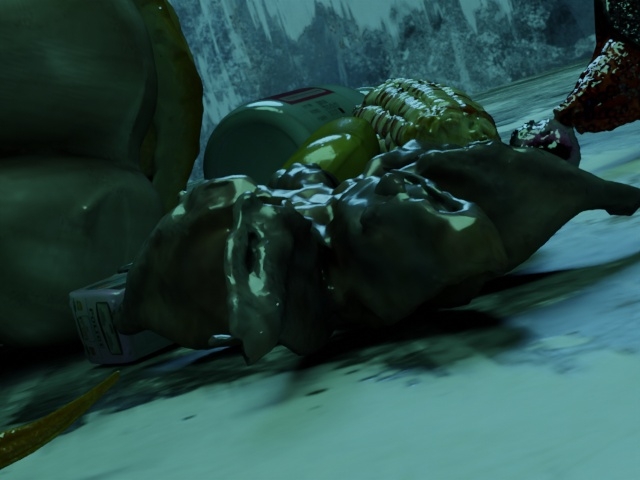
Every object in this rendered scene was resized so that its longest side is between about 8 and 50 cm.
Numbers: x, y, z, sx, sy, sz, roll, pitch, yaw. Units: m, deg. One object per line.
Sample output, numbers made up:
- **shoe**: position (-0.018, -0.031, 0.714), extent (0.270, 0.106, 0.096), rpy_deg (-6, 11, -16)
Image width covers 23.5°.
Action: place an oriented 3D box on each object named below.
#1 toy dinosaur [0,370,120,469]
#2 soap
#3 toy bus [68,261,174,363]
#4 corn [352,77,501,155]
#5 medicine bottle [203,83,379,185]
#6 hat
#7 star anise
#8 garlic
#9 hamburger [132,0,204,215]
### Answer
- **toy dinosaur**: position (-0.102, 0.061, 0.439), extent (0.113, 0.026, 0.041), rpy_deg (-26, 11, 7)
- **soap**: position (-0.004, -0.024, 0.807), extent (0.089, 0.045, 0.140), rpy_deg (-51, 2, 12)
- **toy bus**: position (-0.044, 0.016, 0.672), extent (0.131, 0.037, 0.052), rpy_deg (-22, 9, -35)
- **corn**: position (0.060, -0.058, 0.892), extent (0.079, 0.079, 0.237), rpy_deg (-17, 6, -1)
- **medicine bottle**: position (0.003, -0.063, 1.070), extent (0.090, 0.090, 0.217), rpy_deg (-15, 5, 25)
- **hat**: position (0.179, -0.106, 0.850), extent (0.227, 0.140, 0.129), rpy_deg (-35, 3, -30)
- **star anise**: position (0.016, -0.005, 0.557), extent (0.172, 0.063, 0.208), rpy_deg (-17, 5, -17)
- **garlic**: position (-0.189, -0.030, 0.751), extent (0.237, 0.210, 0.292), rpy_deg (-12, -5, -11)
- **hamburger**: position (-0.223, -0.087, 0.979), extent (0.319, 0.318, 0.158), rpy_deg (-17, 9, 0)
